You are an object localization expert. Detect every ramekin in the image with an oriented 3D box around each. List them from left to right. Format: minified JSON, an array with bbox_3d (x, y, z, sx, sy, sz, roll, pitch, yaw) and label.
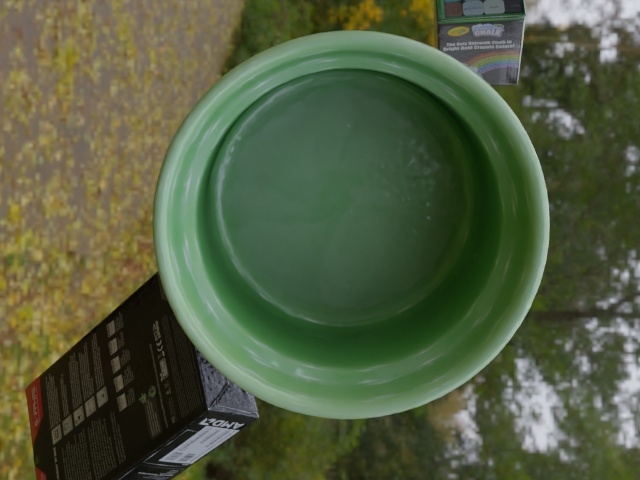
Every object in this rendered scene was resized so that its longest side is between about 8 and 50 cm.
[{"bbox_3d":[0.022,-0.021,0.868,0.148,0.303,0.303,-93,-176,-77],"label":"ramekin"}]

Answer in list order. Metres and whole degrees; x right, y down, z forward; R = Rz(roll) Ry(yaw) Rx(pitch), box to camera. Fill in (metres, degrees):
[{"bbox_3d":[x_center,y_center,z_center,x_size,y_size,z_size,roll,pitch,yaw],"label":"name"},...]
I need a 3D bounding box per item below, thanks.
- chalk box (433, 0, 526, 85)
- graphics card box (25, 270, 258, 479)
[{"bbox_3d":[0.238,-0.347,1.593,0.213,0.132,0.132,81,9,-60],"label":"chalk box"},{"bbox_3d":[-0.253,0.216,1.418,0.371,0.094,0.232,-40,-129,30],"label":"graphics card box"}]
